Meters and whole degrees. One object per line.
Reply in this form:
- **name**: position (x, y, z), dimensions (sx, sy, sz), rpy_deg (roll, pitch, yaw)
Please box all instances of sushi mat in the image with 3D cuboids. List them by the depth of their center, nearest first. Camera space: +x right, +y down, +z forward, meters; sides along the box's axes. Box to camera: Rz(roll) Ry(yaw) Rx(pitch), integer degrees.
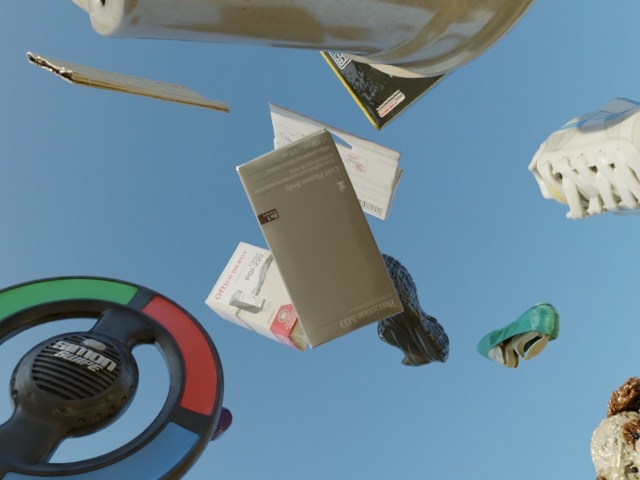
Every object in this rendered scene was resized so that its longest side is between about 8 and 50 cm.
- **sushi mat**: position (-0.312, -0.268, 0.852), dimensions (0.316, 0.151, 0.019), rpy_deg (-9, -58, -56)

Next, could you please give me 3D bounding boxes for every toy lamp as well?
- **toy lamp**: position (-0.294, 0.448, 1.162), dimensions (0.080, 0.080, 0.274), rpy_deg (33, -46, -24)

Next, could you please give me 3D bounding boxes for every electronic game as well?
- **electronic game**: position (-0.190, 0.109, 0.384), dimensions (0.229, 0.229, 0.048), rpy_deg (7, -55, -20)

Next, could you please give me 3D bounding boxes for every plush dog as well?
- **plush dog**: position (0.552, 0.347, 0.773), dimensions (0.262, 0.225, 0.210), rpy_deg (-70, -27, -23)

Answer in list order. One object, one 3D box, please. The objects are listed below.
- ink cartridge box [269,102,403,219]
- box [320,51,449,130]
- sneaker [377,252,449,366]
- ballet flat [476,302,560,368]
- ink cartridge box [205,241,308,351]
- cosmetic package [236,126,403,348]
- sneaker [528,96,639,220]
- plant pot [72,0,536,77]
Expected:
- **ink cartridge box**: position (0.037, -0.186, 1.093), dimensions (0.296, 0.261, 0.066), rpy_deg (24, -116, 11)
- **box**: position (0.147, -0.392, 0.887), dimensions (0.079, 0.322, 0.257), rpy_deg (-37, -87, -40)
- **sneaker**: position (0.168, 0.163, 1.100), dimensions (0.130, 0.109, 0.286), rpy_deg (-30, -92, 33)
- **ballet flat**: position (0.416, 0.224, 1.058), dimensions (0.083, 0.087, 0.247), rpy_deg (21, -40, -8)
- **ink cartridge box**: position (-0.102, 0.110, 1.016), dimensions (0.158, 0.218, 0.092), rpy_deg (-62, -32, -21)
- **cosmetic package**: position (0.000, 0.000, 0.621), dimensions (0.127, 0.107, 0.238), rpy_deg (-24, -94, 0)
- **sneaker**: position (0.217, -0.050, 0.349), dimensions (0.092, 0.228, 0.087), rpy_deg (-33, -88, 16)
- **plant pot**: position (-0.033, -0.277, 0.363), dimensions (0.305, 0.334, 0.334), rpy_deg (-20, -68, -32)
